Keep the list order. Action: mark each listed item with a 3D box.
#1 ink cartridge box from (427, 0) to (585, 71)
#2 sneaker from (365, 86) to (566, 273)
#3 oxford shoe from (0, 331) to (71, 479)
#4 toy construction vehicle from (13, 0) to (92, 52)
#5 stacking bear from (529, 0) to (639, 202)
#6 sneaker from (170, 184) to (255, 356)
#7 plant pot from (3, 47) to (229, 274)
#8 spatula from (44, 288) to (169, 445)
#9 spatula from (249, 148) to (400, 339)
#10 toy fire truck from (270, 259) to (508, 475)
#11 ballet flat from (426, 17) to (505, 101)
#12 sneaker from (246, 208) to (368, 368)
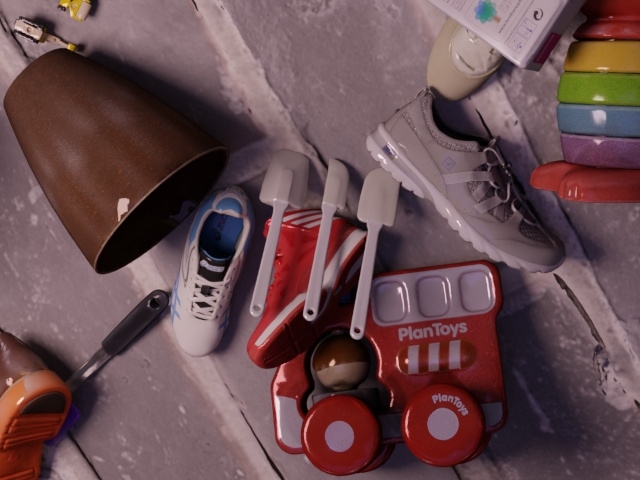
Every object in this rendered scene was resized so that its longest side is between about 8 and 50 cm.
[{"bbox_3d":[0.168,-0.349,1.400,0.311,0.065,0.186,40,109,22],"label":"ink cartridge box"},{"bbox_3d":[0.191,-0.068,1.503,0.281,0.105,0.115,38,108,-4],"label":"sneaker"},{"bbox_3d":[-0.456,0.280,1.705,0.133,0.130,0.363,48,118,27],"label":"oxford shoe"},{"bbox_3d":[-0.335,-0.283,1.546,0.098,0.035,0.086,23,97,-3],"label":"toy construction vehicle"},{"bbox_3d":[0.341,-0.196,1.424,0.164,0.175,0.289,0,99,-7],"label":"stacking bear"},{"bbox_3d":[-0.143,0.045,1.591,0.085,0.086,0.237,15,109,1],"label":"sneaker"},{"bbox_3d":[-0.266,-0.115,1.513,0.230,0.215,0.215,46,107,8],"label":"plant pot"},{"bbox_3d":[-0.303,0.163,1.675,0.084,0.030,0.296,46,107,-1],"label":"spatula"},{"bbox_3d":[0.000,0.000,1.508,0.168,0.242,0.019,12,151,-1],"label":"spatula"},{"bbox_3d":[0.087,0.161,1.575,0.302,0.169,0.254,-7,80,11],"label":"toy fire truck"},{"bbox_3d":[0.206,-0.262,1.454,0.086,0.086,0.248,34,108,-4],"label":"ballet flat"},{"bbox_3d":[-0.041,0.051,1.545,0.128,0.221,0.087,30,152,29],"label":"sneaker"}]
